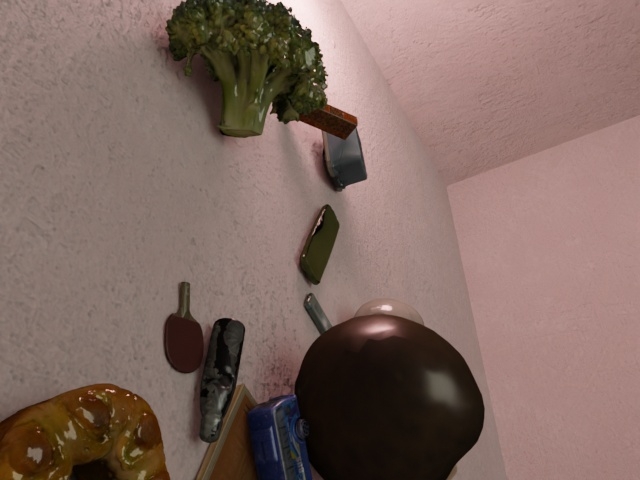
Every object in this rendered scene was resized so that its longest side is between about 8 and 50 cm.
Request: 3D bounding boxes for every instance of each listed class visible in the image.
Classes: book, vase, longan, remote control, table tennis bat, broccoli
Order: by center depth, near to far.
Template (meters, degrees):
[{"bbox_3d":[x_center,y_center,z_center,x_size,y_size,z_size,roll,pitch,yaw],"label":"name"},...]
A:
[{"bbox_3d":[-0.167,0.230,0.887,0.060,0.060,0.211,50,30,-39],"label":"vase"},{"bbox_3d":[-0.227,0.143,0.889,0.087,0.013,0.156,31,46,-53],"label":"table tennis bat"},{"bbox_3d":[-0.132,0.387,0.895,0.170,0.018,0.241,62,25,-23],"label":"book"},{"bbox_3d":[0.125,0.338,1.059,0.404,0.404,0.336,61,31,-20],"label":"longan"},{"bbox_3d":[-0.144,-0.401,1.202,0.338,0.277,0.317,-46,134,-55],"label":"broccoli"},{"bbox_3d":[-0.003,0.191,1.335,0.124,0.018,0.053,61,24,-22],"label":"remote control"}]

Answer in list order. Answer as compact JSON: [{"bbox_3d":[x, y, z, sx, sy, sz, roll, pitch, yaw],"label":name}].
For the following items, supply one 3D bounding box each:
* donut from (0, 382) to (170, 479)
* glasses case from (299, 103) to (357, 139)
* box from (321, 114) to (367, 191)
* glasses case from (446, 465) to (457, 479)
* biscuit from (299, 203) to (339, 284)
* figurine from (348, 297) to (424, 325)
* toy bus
[{"bbox_3d":[-0.265,0.270,0.574,0.226,0.114,0.226,48,31,-42],"label":"donut"},{"bbox_3d":[0.001,-0.378,1.601,0.218,0.075,0.049,18,51,-25],"label":"glasses case"},{"bbox_3d":[0.070,-0.289,1.739,0.162,0.130,0.227,60,21,-60],"label":"box"},{"bbox_3d":[0.248,0.546,1.443,0.144,0.076,0.336,-36,112,-20],"label":"glasses case"},{"bbox_3d":[0.000,0.000,1.470,0.099,0.038,0.322,63,23,-24],"label":"biscuit"},{"bbox_3d":[0.202,0.341,1.527,0.274,0.227,0.394,-62,148,-20],"label":"figurine"},{"bbox_3d":[-0.061,0.394,0.924,0.094,0.079,0.236,12,62,-63],"label":"toy bus"}]
